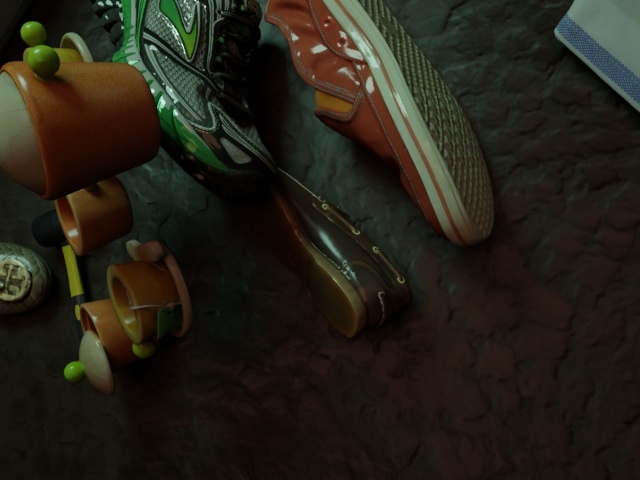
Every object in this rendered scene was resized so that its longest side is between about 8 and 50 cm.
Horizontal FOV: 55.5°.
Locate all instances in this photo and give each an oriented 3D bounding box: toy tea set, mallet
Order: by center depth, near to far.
[{"bbox_3d":[-0.206,-0.004,0.501,0.200,0.124,0.335,20,123,50],"label":"toy tea set"},{"bbox_3d":[-0.269,0.054,0.650,0.063,0.039,0.189,-11,80,13],"label":"mallet"}]

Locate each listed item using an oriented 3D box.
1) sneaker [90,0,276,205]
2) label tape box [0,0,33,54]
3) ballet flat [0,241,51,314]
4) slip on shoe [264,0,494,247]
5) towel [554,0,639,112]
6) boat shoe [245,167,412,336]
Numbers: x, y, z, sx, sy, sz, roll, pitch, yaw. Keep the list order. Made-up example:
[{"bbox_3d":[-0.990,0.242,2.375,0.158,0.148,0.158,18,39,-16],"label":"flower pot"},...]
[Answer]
[{"bbox_3d":[-0.117,-0.181,0.580,0.146,0.134,0.343,-29,61,5],"label":"sneaker"},{"bbox_3d":[-0.438,-0.357,0.619,0.106,0.334,0.240,29,89,19],"label":"label tape box"},{"bbox_3d":[-0.414,0.026,0.683,0.250,0.058,0.084,15,84,18],"label":"ballet flat"},{"bbox_3d":[0.050,-0.129,0.561,0.101,0.123,0.331,-41,70,29],"label":"slip on shoe"},{"bbox_3d":[0.328,-0.203,0.438,0.209,0.034,0.285,50,137,19],"label":"towel"},{"bbox_3d":[0.000,0.000,0.567,0.073,0.073,0.207,-24,59,-28],"label":"boat shoe"}]
